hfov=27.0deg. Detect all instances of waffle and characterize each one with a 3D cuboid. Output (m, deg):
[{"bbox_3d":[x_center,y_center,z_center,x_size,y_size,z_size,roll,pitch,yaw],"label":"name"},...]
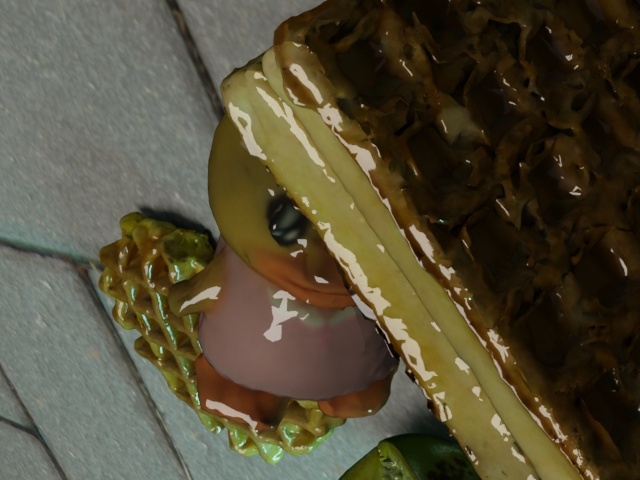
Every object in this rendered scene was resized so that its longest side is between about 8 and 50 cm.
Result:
[{"bbox_3d":[0.112,-0.010,0.643,0.308,0.213,0.091,54,145,-7],"label":"waffle"},{"bbox_3d":[-0.090,0.080,1.136,0.253,0.056,0.249,54,148,-7],"label":"waffle"}]

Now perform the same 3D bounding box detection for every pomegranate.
[{"bbox_3d":[0.072,0.230,1.028,0.143,0.122,0.169,41,113,22],"label":"pomegranate"}]

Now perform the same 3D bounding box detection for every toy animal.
[{"bbox_3d":[0.000,-0.005,0.847,0.281,0.195,0.169,101,161,-57],"label":"toy animal"}]
